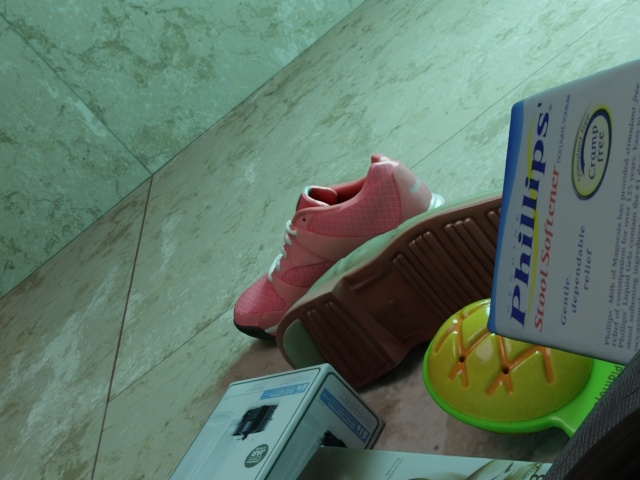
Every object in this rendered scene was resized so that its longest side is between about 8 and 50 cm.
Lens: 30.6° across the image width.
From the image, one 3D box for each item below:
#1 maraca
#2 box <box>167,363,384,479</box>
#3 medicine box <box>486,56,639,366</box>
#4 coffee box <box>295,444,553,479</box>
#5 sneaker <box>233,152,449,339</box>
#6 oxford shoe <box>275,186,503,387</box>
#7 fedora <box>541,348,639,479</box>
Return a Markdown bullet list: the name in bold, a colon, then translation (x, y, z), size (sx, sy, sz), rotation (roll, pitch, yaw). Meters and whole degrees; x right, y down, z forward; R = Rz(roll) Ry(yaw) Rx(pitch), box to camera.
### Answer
- **maraca**: translation (0.168, 0.103, 0.925), size (0.185, 0.099, 0.127), rotation (12, 54, 34)
- **box**: translation (-0.080, 0.257, 1.069), size (0.169, 0.087, 0.290), rotation (-17, 32, 49)
- **medicine box**: translation (0.259, 0.002, 0.599), size (0.289, 0.263, 0.149), rotation (177, 101, -80)
- **coffee box**: translation (0.073, 0.241, 0.774), size (0.297, 0.119, 0.168), rotation (-11, 38, 55)
- **sneaker**: translation (0.000, -0.001, 1.371), size (0.313, 0.136, 0.116), rotation (-32, 22, 26)
- **oxford shoe**: translation (0.124, 0.014, 1.122), size (0.397, 0.140, 0.146), rotation (-23, 20, 37)
- **fedora**: translation (0.113, 0.169, 0.402), size (0.275, 0.124, 0.244), rotation (-60, -5, 16)
